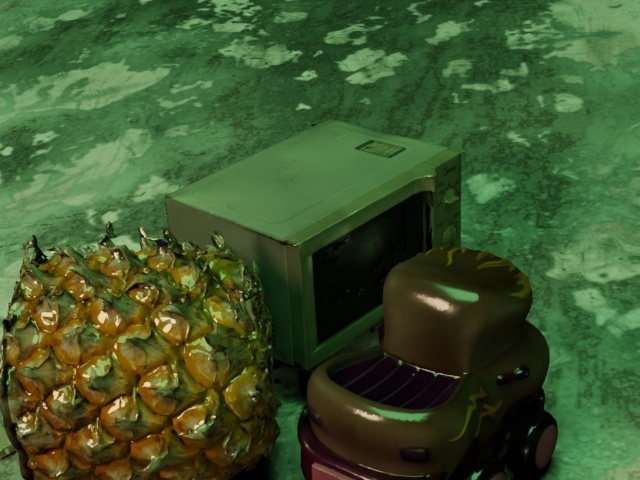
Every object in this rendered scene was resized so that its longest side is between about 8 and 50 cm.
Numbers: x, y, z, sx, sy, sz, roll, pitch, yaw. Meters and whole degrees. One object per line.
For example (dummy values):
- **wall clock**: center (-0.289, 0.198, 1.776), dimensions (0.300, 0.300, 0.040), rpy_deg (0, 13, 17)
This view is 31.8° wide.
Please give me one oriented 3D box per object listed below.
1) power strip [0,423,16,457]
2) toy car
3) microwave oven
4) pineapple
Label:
- **power strip**: center (-0.434, 0.266, 1.512), dimensions (0.027, 0.017, 0.083), rpy_deg (-27, 37, -24)
- **toy car**: center (0.127, 0.159, 1.324), dimensions (0.271, 0.240, 0.341), rpy_deg (16, 31, 35)
- **microwave oven**: center (0.000, 0.000, 1.602), dimensions (0.286, 0.218, 0.355), rpy_deg (18, 34, 37)
- **pineapple**: center (-0.203, 0.146, 1.346), dimensions (0.300, 0.352, 0.352), rpy_deg (-9, 33, -1)
